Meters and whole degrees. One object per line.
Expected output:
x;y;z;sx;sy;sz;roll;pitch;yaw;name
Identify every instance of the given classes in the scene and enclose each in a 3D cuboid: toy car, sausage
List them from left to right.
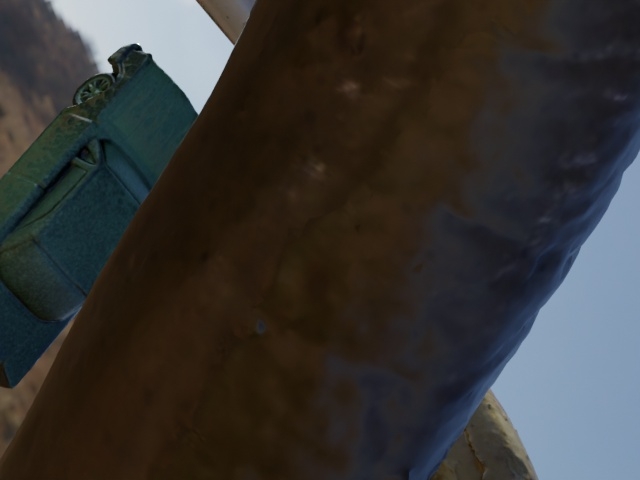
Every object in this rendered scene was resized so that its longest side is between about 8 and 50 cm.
-0.223;-0.020;1.524;0.097;0.321;0.141;20;-25;44;toy car
0.002;0.002;0.504;0.136;0.501;0.123;39;19;30;sausage

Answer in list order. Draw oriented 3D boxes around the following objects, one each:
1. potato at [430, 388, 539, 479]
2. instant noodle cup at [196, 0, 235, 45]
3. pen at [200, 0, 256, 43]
0.034;0.100;0.704;0.080;0.107;0.170;18;36;-46;potato
-0.061;-0.305;1.586;0.255;0.244;0.244;45;-11;5;instant noodle cup
-0.030;-0.101;0.775;0.269;0.033;0.033;51;2;-31;pen
